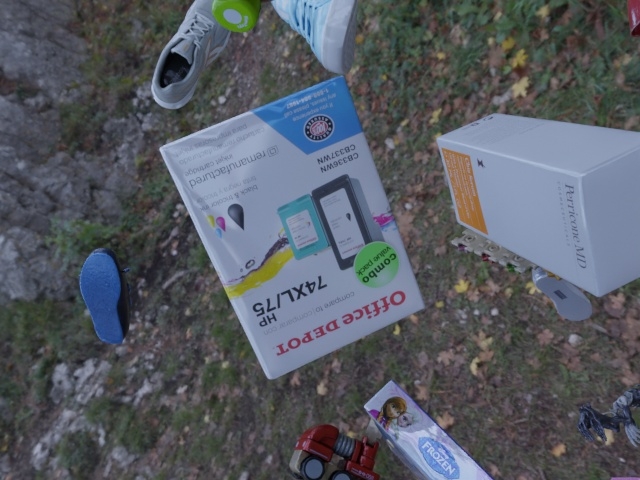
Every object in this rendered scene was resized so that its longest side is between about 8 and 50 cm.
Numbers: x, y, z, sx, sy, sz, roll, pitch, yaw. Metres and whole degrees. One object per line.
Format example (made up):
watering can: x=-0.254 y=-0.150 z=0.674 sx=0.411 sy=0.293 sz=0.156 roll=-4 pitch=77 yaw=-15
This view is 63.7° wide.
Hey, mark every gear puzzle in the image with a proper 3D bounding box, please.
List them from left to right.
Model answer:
gear puzzle: x=0.534 y=0.028 z=1.379 sx=0.176 sy=0.044 sz=0.339 roll=-35 pitch=37 yaw=-22

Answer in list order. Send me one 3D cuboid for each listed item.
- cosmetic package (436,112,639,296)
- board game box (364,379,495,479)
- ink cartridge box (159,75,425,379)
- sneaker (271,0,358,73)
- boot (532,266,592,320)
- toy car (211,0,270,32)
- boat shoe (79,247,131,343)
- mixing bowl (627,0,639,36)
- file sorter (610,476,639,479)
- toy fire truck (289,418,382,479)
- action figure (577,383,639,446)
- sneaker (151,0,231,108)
cosmetic package: x=0.423 y=-0.098 z=1.006 sx=0.162 sy=0.229 sz=0.453 roll=-24 pitch=22 yaw=-8
board game box: x=0.223 y=0.398 z=0.819 sx=0.066 sy=0.318 sz=0.319 roll=-41 pitch=57 yaw=-12
ink cartridge box: x=-0.035 y=-0.023 z=0.616 sx=0.198 sy=0.269 sz=0.197 roll=-24 pitch=15 yaw=-7
sneaker: x=-0.014 y=-0.384 z=0.873 sx=0.365 sy=0.150 sz=0.135 roll=-88 pitch=0 yaw=-52
boot: x=0.687 y=0.120 z=1.470 sx=0.095 sy=0.258 sz=0.123 roll=-27 pitch=36 yaw=34
toy car: x=-0.016 y=-0.316 z=0.541 sx=0.149 sy=0.189 sz=0.154 roll=78 pitch=-158 yaw=-67
boat shoe: x=-0.484 y=0.117 z=1.169 sx=0.089 sy=0.109 sz=0.258 roll=-83 pitch=6 yaw=-57
mixing bowl: x=0.527 y=-0.391 z=0.746 sx=0.181 sy=0.182 sz=0.098 roll=-29 pitch=80 yaw=58
file sorter: x=0.755 y=0.721 z=1.182 sx=0.290 sy=0.182 sz=0.202 roll=-62 pitch=-16 yaw=-21
toy fire truck: x=0.069 y=0.516 z=1.310 sx=0.246 sy=0.217 sz=0.158 roll=-64 pitch=7 yaw=-28
action figure: x=0.780 y=0.430 z=1.260 sx=0.164 sy=0.276 sz=0.140 roll=88 pitch=166 yaw=-60
sneaker: x=-0.251 y=-0.386 z=1.022 sx=0.262 sy=0.099 sz=0.121 roll=-64 pitch=12 yaw=0
